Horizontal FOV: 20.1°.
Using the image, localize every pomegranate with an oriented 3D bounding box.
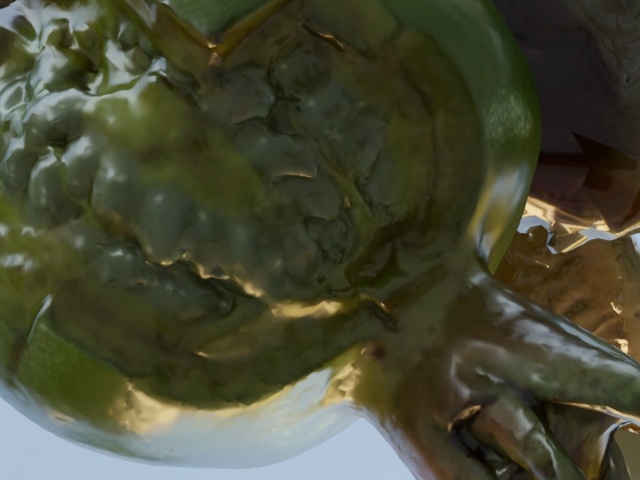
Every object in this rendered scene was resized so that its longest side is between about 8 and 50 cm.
[{"bbox_3d":[0.000,0.000,0.649,0.236,0.302,0.236,-45,-19,-20],"label":"pomegranate"}]

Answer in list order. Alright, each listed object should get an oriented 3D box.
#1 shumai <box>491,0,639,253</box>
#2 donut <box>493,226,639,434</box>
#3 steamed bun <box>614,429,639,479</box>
[{"bbox_3d":[0.183,-0.106,0.823,0.283,0.346,0.217,5,-49,-47],"label":"shumai"},{"bbox_3d":[0.093,0.005,1.139,0.160,0.330,0.330,-34,-66,0],"label":"donut"},{"bbox_3d":[0.366,0.213,1.339,0.371,0.290,0.456,-37,-103,7],"label":"steamed bun"}]
